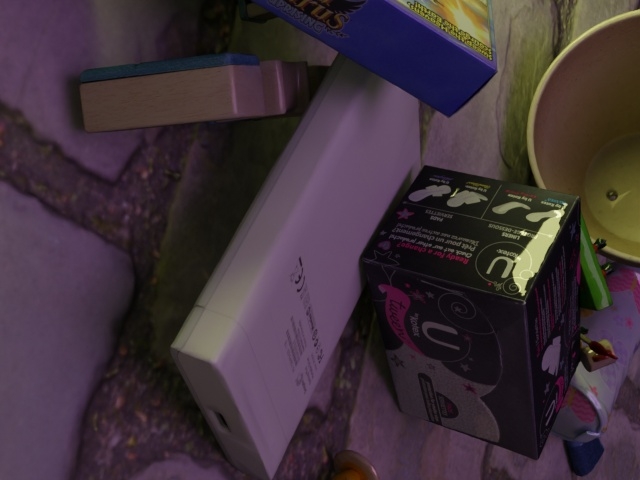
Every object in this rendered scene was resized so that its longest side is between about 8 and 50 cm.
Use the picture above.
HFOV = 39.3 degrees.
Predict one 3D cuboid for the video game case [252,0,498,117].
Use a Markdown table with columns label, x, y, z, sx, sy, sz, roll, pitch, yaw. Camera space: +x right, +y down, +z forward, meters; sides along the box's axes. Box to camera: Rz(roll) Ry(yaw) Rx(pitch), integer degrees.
| label | x | y | z | sx | sy | sz | roll | pitch | yaw |
| --- | --- | --- | --- | --- | --- | --- | --- | --- | --- |
| video game case | 0.009 | -0.247 | 0.680 | 0.269 | 0.061 | 0.244 | 27 | 43 | -21 |

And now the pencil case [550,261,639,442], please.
| label | x | y | z | sx | sy | sz | roll | pitch | yaw |
| --- | --- | --- | --- | --- | --- | --- | --- | --- | --- |
| pencil case | 0.374 | 0.147 | 1.217 | 0.124 | 0.113 | 0.273 | 53 | 50 | -8 |

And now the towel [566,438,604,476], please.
| label | x | y | z | sx | sy | sz | roll | pitch | yaw |
| --- | --- | --- | --- | --- | --- | --- | --- | --- | --- |
| towel | 0.374 | 0.275 | 1.284 | 0.067 | 0.029 | 0.119 | -40 | 120 | -41 |

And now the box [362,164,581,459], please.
| label | x | y | z | sx | sy | sz | roll | pitch | yaw |
| --- | --- | --- | --- | --- | --- | --- | --- | --- | --- |
| box | 0.155 | 0.074 | 0.880 | 0.142 | 0.163 | 0.247 | -54 | 145 | -34 |

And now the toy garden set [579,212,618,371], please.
| label | x | y | z | sx | sy | sz | roll | pitch | yaw |
| --- | --- | --- | --- | --- | --- | --- | --- | --- | --- |
| toy garden set | 0.277 | 0.054 | 0.993 | 0.049 | 0.244 | 0.204 | -20 | 93 | -5 |

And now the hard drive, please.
| label | x | y | z | sx | sy | sz | roll | pitch | yaw |
| --- | --- | --- | --- | --- | --- | --- | --- | --- | --- |
| hard drive | 0.000 | 0.000 | 0.755 | 0.233 | 0.047 | 0.353 | 79 | 34 | -55 |

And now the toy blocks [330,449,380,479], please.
| label | x | y | z | sx | sy | sz | roll | pitch | yaw |
| --- | --- | --- | --- | --- | --- | --- | --- | --- | --- |
| toy blocks | 0.003 | 0.284 | 0.823 | 0.148 | 0.054 | 0.123 | -36 | 116 | -44 |

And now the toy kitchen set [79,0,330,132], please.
| label | x | y | z | sx | sy | sz | roll | pitch | yaw |
| --- | --- | --- | --- | --- | --- | --- | --- | --- | --- |
| toy kitchen set | -0.085 | -0.174 | 0.694 | 0.207 | 0.122 | 0.166 | -24 | 110 | -69 |

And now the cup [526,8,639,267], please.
| label | x | y | z | sx | sy | sz | roll | pitch | yaw |
| --- | --- | --- | --- | --- | --- | --- | --- | --- | --- |
| cup | 0.439 | -0.100 | 1.178 | 0.237 | 0.331 | 0.331 | 50 | 49 | -71 |
